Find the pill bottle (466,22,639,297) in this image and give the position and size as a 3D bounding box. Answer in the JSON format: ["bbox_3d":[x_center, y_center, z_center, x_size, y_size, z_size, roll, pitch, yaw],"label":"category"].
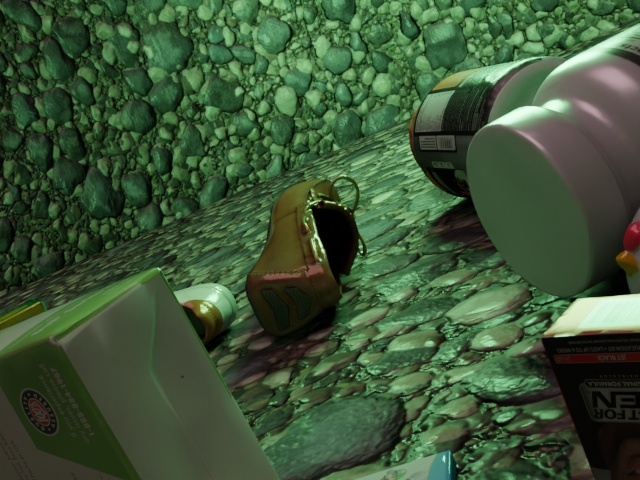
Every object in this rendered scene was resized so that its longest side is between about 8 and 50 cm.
[{"bbox_3d":[0.332,-0.104,0.826,0.362,0.210,0.210,-28,12,-17],"label":"pill bottle"}]

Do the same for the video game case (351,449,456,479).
[{"bbox_3d":[0.012,0.201,0.592,0.166,0.015,0.119,-21,12,14],"label":"video game case"}]

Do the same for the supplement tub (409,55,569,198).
[{"bbox_3d":[0.250,-0.150,1.231,0.193,0.194,0.316,-26,12,-10],"label":"supplement tub"}]

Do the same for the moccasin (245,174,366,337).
[{"bbox_3d":[-0.001,-0.003,1.211,0.146,0.139,0.380,-20,13,14],"label":"moccasin"}]

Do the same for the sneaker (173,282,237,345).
[{"bbox_3d":[-0.267,0.133,1.217,0.290,0.106,0.123,-20,10,15],"label":"sneaker"}]

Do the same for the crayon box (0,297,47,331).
[{"bbox_3d":[-0.437,0.209,1.075,0.278,0.165,0.081,-29,12,-23],"label":"crayon box"}]

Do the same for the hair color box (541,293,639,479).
[{"bbox_3d":[0.170,0.097,0.427,0.072,0.141,0.043,-11,18,48],"label":"hair color box"}]

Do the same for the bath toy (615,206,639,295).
[{"bbox_3d":[0.285,0.034,0.544,0.129,0.151,0.348,-59,10,6],"label":"bath toy"}]

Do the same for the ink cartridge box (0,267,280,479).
[{"bbox_3d":[-0.227,0.175,0.681,0.353,0.207,0.119,-20,12,34],"label":"ink cartridge box"}]
